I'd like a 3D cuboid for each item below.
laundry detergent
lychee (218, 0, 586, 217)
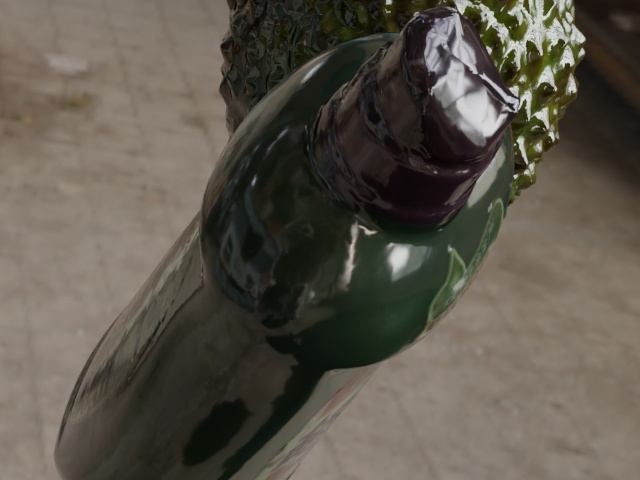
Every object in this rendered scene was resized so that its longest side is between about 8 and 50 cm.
[{"bbox_3d":[0.000,0.000,0.493,0.078,0.222,0.144,37,52,1],"label":"laundry detergent"},{"bbox_3d":[0.032,-0.066,0.748,0.171,0.171,0.171,10,22,-4],"label":"lychee"}]
